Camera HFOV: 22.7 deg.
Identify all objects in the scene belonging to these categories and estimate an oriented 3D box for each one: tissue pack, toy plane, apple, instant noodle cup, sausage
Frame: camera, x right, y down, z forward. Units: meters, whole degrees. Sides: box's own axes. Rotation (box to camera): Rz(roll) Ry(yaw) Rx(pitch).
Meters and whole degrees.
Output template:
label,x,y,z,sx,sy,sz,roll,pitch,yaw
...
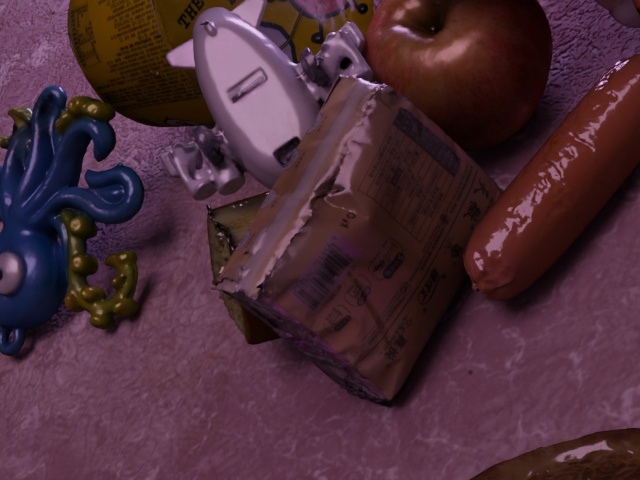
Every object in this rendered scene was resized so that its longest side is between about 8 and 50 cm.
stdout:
label,x,y,z,sx,sy,sz,roll,pitch,yaw
tissue pack,0.048,-0.002,1.548,0.123,0.215,0.257,11,65,57
toy plane,-0.063,-0.147,1.656,0.252,0.118,0.252,-7,69,18
apple,0.143,-0.191,1.673,0.209,0.164,0.209,-18,49,21
instant noodle cup,-0.135,-0.273,1.902,0.254,0.325,0.326,-10,50,50
sausage,0.241,-0.061,1.529,0.289,0.086,0.086,-51,38,-5

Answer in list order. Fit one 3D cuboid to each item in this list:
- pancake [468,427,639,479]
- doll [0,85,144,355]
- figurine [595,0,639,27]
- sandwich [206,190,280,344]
label,x,y,z,sx,sy,sz,roll,pitch,yaw
pancake,0.206,0.220,1.272,0.250,0.031,0.250,-20,18,7
doll,-0.356,-0.022,1.962,0.346,0.099,0.341,8,93,40
figurine,0.378,-0.258,1.491,0.320,0.196,0.323,-14,22,-18
sandwich,0.000,0.000,1.669,0.235,0.128,0.122,-17,33,-19
